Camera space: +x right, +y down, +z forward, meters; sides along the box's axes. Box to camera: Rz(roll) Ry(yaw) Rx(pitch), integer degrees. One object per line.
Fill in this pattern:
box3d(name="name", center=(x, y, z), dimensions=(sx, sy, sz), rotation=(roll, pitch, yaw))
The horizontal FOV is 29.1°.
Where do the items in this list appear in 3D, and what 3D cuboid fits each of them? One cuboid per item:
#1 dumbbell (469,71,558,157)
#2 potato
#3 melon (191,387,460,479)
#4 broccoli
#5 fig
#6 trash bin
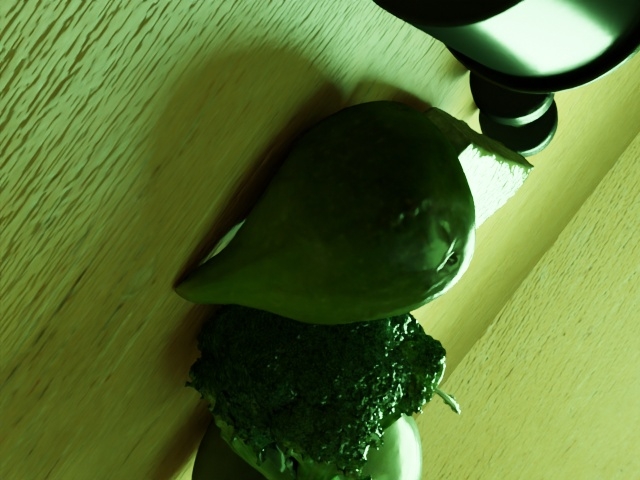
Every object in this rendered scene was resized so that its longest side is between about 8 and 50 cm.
box3d(name="dumbbell", center=(0.234, -0.168, 1.480), dimensions=(0.100, 0.100, 0.191), rotation=(-51, 164, -2))
box3d(name="potato", center=(0.119, -0.074, 1.349), dimensions=(0.269, 0.112, 0.255), rotation=(-45, 161, -14))
box3d(name="melon", center=(-0.015, 0.273, 1.478), dimensions=(0.308, 0.272, 0.272), rotation=(-65, 165, -3))
box3d(name="broccoli", center=(-0.004, 0.155, 1.254), dimensions=(0.294, 0.265, 0.245), rotation=(-105, -166, -64))
box3d(name="fig", center=(0.000, 0.000, 1.118), dimensions=(0.275, 0.206, 0.206), rotation=(-24, 158, -10))
box3d(name="trash bin", center=(0.160, -0.227, 0.946), dimensions=(0.214, 0.214, 0.334), rotation=(-55, 159, 13))
